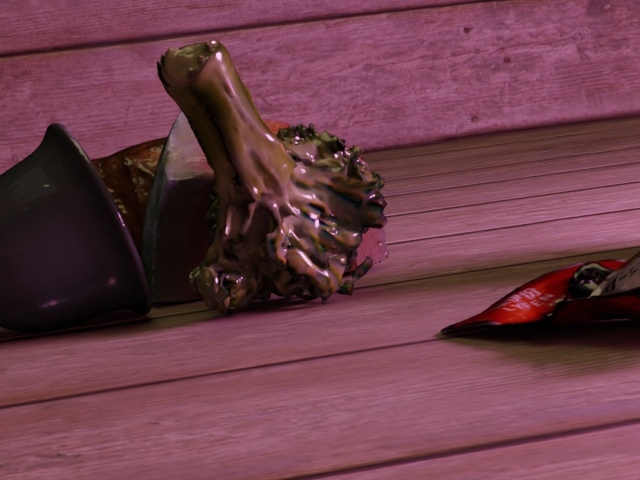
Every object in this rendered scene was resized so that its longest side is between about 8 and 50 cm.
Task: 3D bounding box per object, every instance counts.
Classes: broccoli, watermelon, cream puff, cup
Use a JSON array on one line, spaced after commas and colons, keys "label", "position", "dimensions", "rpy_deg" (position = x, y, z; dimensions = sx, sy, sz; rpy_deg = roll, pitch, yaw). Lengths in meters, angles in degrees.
[{"label": "broccoli", "position": [-0.078, -0.042, 1.422], "dimensions": [0.177, 0.198, 0.275], "rpy_deg": [26, -5, 43]}, {"label": "watermelon", "position": [-0.048, -0.030, 1.610], "dimensions": [0.257, 0.192, 0.140], "rpy_deg": [5, 4, -10]}, {"label": "cream puff", "position": [-0.183, -0.035, 1.781], "dimensions": [0.241, 0.154, 0.269], "rpy_deg": [-15, 3, 30]}, {"label": "cup", "position": [-0.266, 0.012, 1.469], "dimensions": [0.150, 0.199, 0.199], "rpy_deg": [-28, 12, -17]}]

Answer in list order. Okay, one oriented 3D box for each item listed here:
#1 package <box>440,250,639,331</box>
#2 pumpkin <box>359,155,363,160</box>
[{"label": "package", "position": [0.232, 0.032, 1.149], "dimensions": [0.194, 0.071, 0.269], "rpy_deg": [-8, -7, -34]}, {"label": "pumpkin", "position": [0.001, -0.063, 2.075], "dimensions": [0.119, 0.107, 0.183], "rpy_deg": [1, -1, 6]}]
